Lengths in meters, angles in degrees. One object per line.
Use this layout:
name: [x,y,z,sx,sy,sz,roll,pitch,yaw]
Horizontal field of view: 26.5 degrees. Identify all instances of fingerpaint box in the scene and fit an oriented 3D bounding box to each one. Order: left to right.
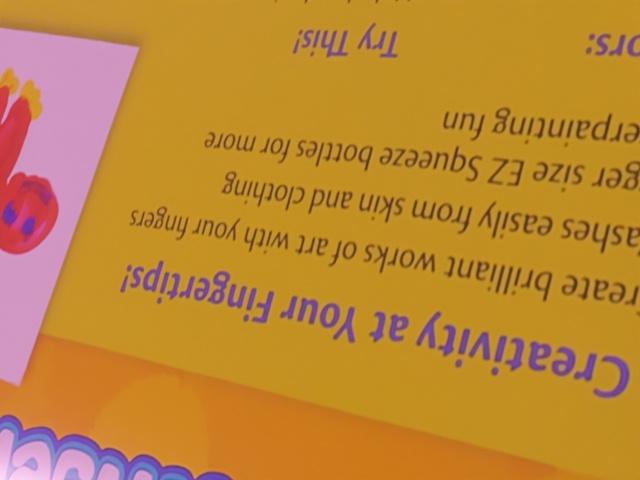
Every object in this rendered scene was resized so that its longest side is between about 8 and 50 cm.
fingerpaint box: [0.000,0.000,0.487,0.445,0.163,0.371,8,79,41]
